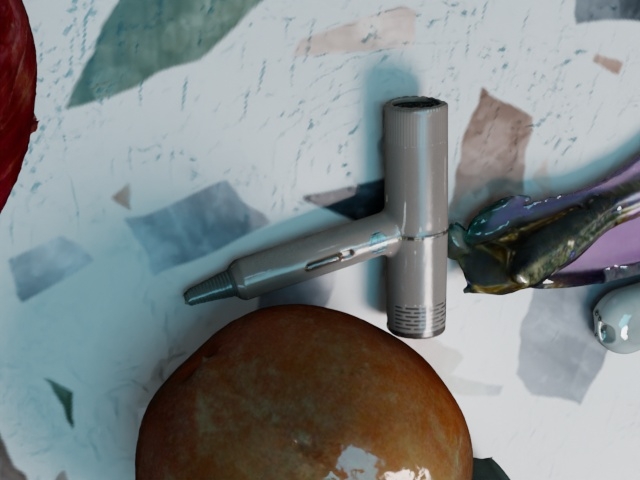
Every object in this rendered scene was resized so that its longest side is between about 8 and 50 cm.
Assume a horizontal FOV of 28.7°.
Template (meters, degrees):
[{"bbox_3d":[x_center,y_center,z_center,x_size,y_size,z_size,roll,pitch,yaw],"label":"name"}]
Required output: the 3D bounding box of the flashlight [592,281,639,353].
[{"bbox_3d":[0.342,0.054,1.153,0.200,0.047,0.093,-16,113,-17],"label":"flashlight"}]

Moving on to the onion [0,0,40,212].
[{"bbox_3d":[-0.302,-0.094,0.740,0.276,0.276,0.276,-7,109,-20],"label":"onion"}]

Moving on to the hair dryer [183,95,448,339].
[{"bbox_3d":[-0.003,-0.011,0.998,0.220,0.053,0.195,-5,108,-14],"label":"hair dryer"}]

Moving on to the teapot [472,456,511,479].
[{"bbox_3d":[0.078,0.286,1.071,0.225,0.171,0.203,-28,84,-4],"label":"teapot"}]

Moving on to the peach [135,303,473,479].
[{"bbox_3d":[-0.018,0.171,0.943,0.252,0.252,0.253,-7,109,-20],"label":"peach"}]

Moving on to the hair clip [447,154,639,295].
[{"bbox_3d":[0.276,-0.026,1.097,0.358,0.095,0.110,-22,79,-23],"label":"hair clip"}]
